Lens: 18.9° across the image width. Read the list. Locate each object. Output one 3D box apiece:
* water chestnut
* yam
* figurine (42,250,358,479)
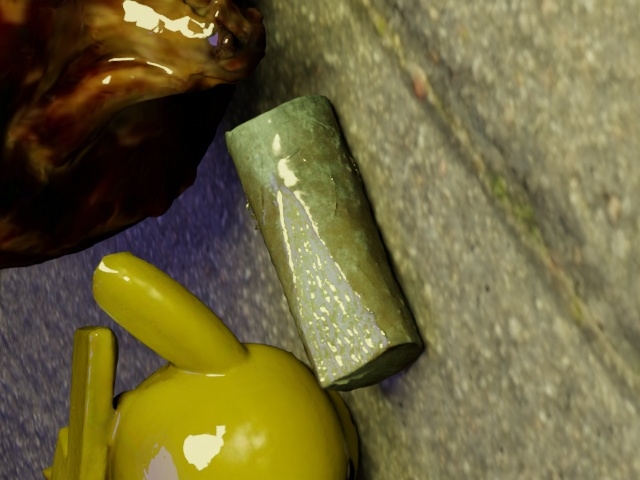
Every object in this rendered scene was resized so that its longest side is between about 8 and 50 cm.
[{"bbox_3d":[-0.160,-0.144,1.093,0.302,0.350,0.350,15,116,36],"label":"water chestnut"},{"bbox_3d":[0.000,0.000,1.091,0.068,0.068,0.169,-50,57,58],"label":"yam"},{"bbox_3d":[-0.078,0.140,1.191,0.218,0.169,0.327,65,152,14],"label":"figurine"}]
